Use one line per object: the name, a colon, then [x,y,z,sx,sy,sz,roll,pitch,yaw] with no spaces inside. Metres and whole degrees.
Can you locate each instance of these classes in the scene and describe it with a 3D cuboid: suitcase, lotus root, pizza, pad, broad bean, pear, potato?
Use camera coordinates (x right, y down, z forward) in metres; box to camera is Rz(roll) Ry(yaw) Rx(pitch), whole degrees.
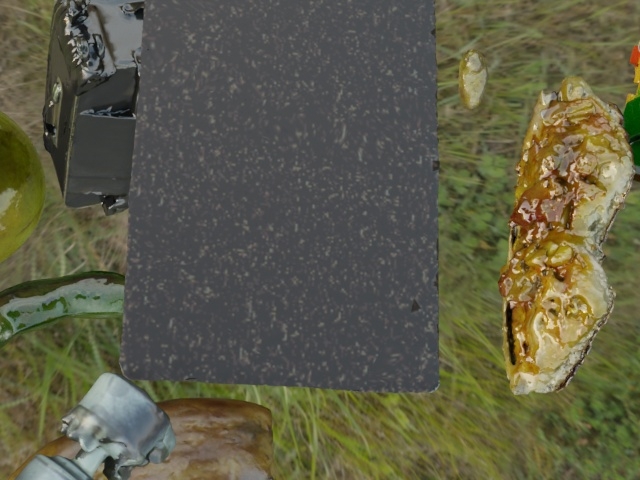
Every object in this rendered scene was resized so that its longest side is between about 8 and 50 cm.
suitcase: [-0.262,-0.212,1.637,0.283,0.434,0.194,-11,65,-21]
lotus root: [-0.173,0.259,1.065,0.291,0.193,0.193,-13,98,-5]
pizza: [0.213,-0.008,1.042,0.085,0.161,0.305,14,81,-13]
pad: [-0.023,-0.060,0.798,0.220,0.004,0.330,4,74,-9]
broad bean: [-0.280,0.090,1.075,0.292,0.144,0.049,-20,127,-23]
pear: [-0.575,-0.082,1.809,0.269,0.269,0.321,8,126,-6]
potato: [0.224,-0.238,1.658,0.046,0.045,0.092,-22,123,-30]

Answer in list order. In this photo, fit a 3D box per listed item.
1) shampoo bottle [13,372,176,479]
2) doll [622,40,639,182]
shampoo bottle: [-0.166,0.176,0.417,0.071,0.098,0.309,34,69,10]
doll: [0.364,-0.133,1.135,0.106,0.134,0.186,7,72,-31]
